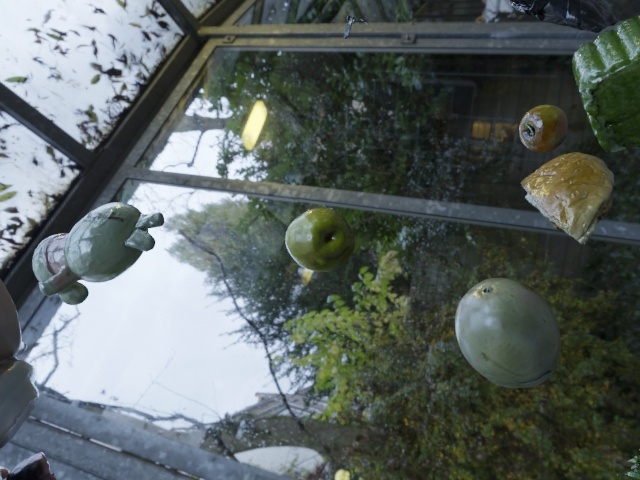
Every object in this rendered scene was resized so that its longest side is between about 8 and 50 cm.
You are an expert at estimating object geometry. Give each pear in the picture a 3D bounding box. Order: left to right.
[{"bbox_3d":[0.000,0.001,1.241,0.198,0.198,0.198,9,-90,-71],"label":"pear"}]

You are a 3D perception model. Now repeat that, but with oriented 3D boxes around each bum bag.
[{"bbox_3d":[0.580,-0.586,1.094,0.074,0.310,0.137,100,-165,-55],"label":"bum bag"}]

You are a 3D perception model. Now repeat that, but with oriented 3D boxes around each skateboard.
[{"bbox_3d":[0.105,-0.638,1.327,0.083,0.032,0.063,-32,-27,-44],"label":"skateboard"}]

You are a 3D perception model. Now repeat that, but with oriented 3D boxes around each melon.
[{"bbox_3d":[0.524,0.261,1.244,0.330,0.269,0.268,57,-143,-22],"label":"melon"}]

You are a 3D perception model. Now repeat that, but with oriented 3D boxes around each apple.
[{"bbox_3d":[0.552,-0.275,1.087,0.099,0.102,0.114,124,131,-70],"label":"apple"}]

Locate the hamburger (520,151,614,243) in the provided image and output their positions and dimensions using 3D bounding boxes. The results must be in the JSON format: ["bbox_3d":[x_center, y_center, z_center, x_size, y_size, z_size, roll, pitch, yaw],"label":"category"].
[{"bbox_3d":[0.491,-0.094,0.867,0.155,0.135,0.208,-50,-3,29],"label":"hamburger"}]

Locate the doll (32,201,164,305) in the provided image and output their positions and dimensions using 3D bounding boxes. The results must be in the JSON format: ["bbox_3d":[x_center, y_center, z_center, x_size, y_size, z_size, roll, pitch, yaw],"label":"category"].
[{"bbox_3d":[-0.365,0.015,0.704,0.113,0.275,0.154,42,-141,-30],"label":"doll"}]

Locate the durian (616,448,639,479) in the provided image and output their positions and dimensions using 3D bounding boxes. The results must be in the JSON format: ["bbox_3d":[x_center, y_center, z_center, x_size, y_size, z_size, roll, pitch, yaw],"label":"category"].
[{"bbox_3d":[0.589,0.400,0.667,0.137,0.221,0.095,-11,-68,-39],"label":"durian"}]

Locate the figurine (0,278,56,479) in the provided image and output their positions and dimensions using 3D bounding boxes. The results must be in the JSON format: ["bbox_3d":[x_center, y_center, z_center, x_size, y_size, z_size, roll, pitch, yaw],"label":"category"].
[{"bbox_3d":[-0.329,0.127,0.312,0.211,0.253,0.361,-105,22,-64],"label":"figurine"}]

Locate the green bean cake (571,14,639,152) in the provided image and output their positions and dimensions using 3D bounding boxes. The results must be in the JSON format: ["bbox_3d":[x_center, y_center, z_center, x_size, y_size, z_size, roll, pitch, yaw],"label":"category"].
[{"bbox_3d":[0.562,-0.273,0.763,0.214,0.200,0.113,39,-139,-32],"label":"green bean cake"}]
